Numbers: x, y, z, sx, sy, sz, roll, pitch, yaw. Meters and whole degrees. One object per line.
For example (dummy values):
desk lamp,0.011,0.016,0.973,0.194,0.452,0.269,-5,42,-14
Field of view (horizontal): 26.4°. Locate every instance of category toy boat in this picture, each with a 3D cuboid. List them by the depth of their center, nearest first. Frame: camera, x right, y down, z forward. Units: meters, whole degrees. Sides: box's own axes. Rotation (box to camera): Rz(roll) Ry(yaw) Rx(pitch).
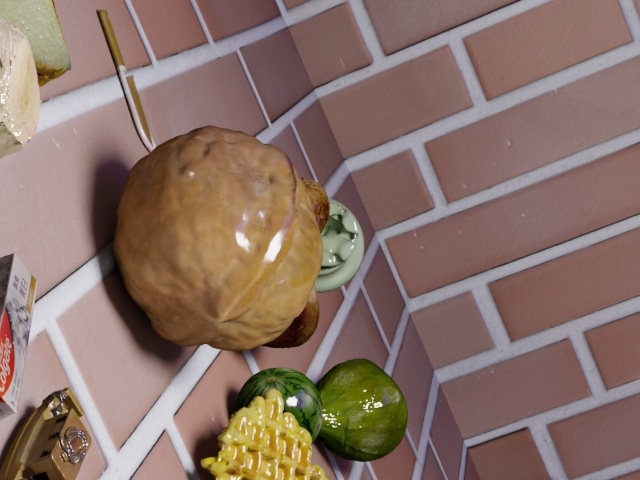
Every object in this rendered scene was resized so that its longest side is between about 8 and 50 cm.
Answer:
toy boat,-0.291,0.224,1.470,0.200,0.077,0.057,-82,147,-66

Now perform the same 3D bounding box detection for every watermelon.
watermelon,-0.060,0.289,2.190,0.141,0.140,0.187,-95,170,-51

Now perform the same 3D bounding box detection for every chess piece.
chess piece,0.000,0.000,2.613,0.299,0.194,0.195,137,-68,-83

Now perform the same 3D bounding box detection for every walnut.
walnut,-0.147,0.006,1.967,0.344,0.306,0.306,-94,158,-56

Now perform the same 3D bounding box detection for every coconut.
coconut,-0.393,-0.166,1.472,0.194,0.194,0.194,-21,90,-77

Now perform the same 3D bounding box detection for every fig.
fig,0.037,0.332,2.563,0.235,0.203,0.203,-14,81,-38

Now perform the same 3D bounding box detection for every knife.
knife,-0.320,-0.267,2.278,0.046,0.022,0.256,23,47,-78

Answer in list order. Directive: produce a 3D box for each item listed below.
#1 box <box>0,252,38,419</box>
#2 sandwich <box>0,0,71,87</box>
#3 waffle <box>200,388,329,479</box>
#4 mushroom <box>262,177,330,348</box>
box,-0.351,0.104,1.501,0.218,0.039,0.055,-95,160,-52
sandwich,-0.428,-0.330,1.782,0.226,0.087,0.251,6,66,-74
waffle,-0.071,0.386,2.001,0.312,0.060,0.307,63,32,-22
mushroom,-0.107,0.025,2.309,0.345,0.239,0.345,38,28,-25
